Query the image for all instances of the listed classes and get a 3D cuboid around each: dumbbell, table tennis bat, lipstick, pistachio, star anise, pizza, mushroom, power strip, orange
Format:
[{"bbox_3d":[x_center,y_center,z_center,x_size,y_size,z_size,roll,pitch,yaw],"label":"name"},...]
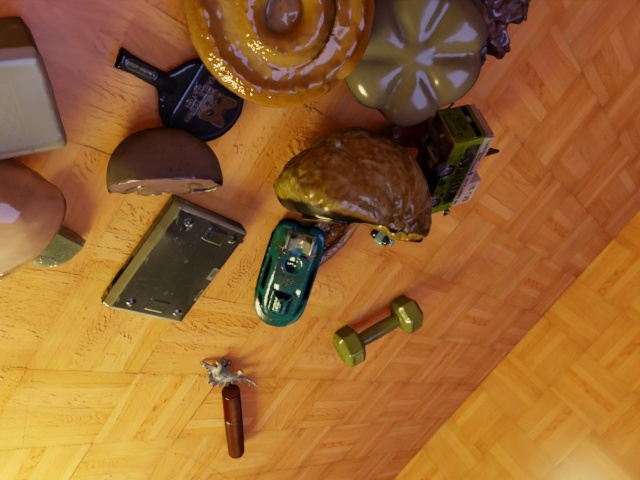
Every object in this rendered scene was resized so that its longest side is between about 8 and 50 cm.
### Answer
[{"bbox_3d":[0.188,0.286,1.572,0.302,0.108,0.121,-25,137,-19],"label":"dumbbell"},{"bbox_3d":[-0.230,-0.249,0.823,0.236,0.027,0.150,20,112,-49],"label":"table tennis bat"},{"bbox_3d":[-0.265,0.561,1.499,0.057,0.057,0.356,-19,135,-25],"label":"lipstick"},{"bbox_3d":[-0.510,-0.016,0.681,0.299,0.187,0.187,-26,138,-7],"label":"pistachio"},{"bbox_3d":[0.310,-0.454,0.997,0.332,0.117,0.331,-17,132,-20],"label":"star anise"},{"bbox_3d":[0.004,0.000,1.209,0.271,0.056,0.134,-34,148,-10],"label":"pizza"},{"bbox_3d":[-0.260,-0.132,0.830,0.188,0.141,0.117,0,96,-22],"label":"mushroom"},{"bbox_3d":[-0.460,-0.181,0.607,0.224,0.140,0.139,-18,136,-26],"label":"power strip"},{"bbox_3d":[0.082,-0.119,1.020,0.369,0.271,0.210,8,92,-44],"label":"orange"}]

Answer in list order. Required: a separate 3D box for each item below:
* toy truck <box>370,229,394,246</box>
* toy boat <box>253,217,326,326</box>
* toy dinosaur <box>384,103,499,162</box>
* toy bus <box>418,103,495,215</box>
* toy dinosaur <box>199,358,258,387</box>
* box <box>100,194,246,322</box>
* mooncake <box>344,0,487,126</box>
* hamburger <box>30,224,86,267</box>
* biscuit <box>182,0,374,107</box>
[{"bbox_3d":[0.184,-0.015,1.345,0.073,0.056,0.090,-52,152,4],"label":"toy truck"},{"bbox_3d":[-0.083,0.099,1.150,0.134,0.092,0.298,16,119,-3],"label":"toy boat"},{"bbox_3d":[0.264,-0.233,1.164,0.206,0.113,0.327,-49,138,9],"label":"toy dinosaur"},{"bbox_3d":[0.292,-0.171,1.097,0.139,0.113,0.301,-18,157,-7],"label":"toy bus"},{"bbox_3d":[-0.253,0.371,1.346,0.082,0.039,0.209,-47,130,11],"label":"toy dinosaur"},{"bbox_3d":[-0.296,0.051,1.021,0.270,0.045,0.211,-51,138,11],"label":"box"},{"bbox_3d":[0.165,-0.344,0.892,0.275,0.135,0.275,1,123,2],"label":"mooncake"},{"bbox_3d":[-0.471,0.008,0.839,0.084,0.054,0.121,-43,148,-1],"label":"hamburger"},{"bbox_3d":[-0.058,-0.351,0.747,0.296,0.102,0.296,-6,115,-13],"label":"biscuit"}]
